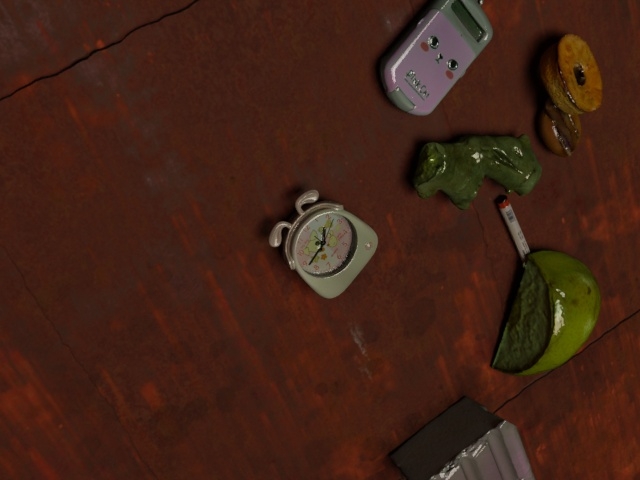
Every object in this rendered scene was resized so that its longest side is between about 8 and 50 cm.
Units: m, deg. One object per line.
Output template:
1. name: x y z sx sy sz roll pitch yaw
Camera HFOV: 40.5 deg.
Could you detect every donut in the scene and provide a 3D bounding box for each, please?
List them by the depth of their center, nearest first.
1. donut: 0.469 -0.307 1.628 0.152 0.058 0.152 13 68 -36

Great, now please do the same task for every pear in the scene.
1. pear: 0.517 0.171 1.832 0.239 0.139 0.288 -5 118 -39

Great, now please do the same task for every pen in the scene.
1. pen: 0.402 -0.004 1.764 0.026 0.026 0.218 -38 123 -10

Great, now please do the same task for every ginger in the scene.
1. ginger: 0.296 -0.132 1.623 0.289 0.089 0.137 -14 97 -29

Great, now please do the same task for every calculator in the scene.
1. calculator: 0.203 -0.333 1.512 0.246 0.045 0.141 -50 124 -4

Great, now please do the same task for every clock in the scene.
1. clock: 0.000 0.000 1.524 0.151 0.062 0.191 -50 123 -2

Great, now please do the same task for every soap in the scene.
1. soap: 0.311 0.512 1.839 0.257 0.159 0.302 -36 120 -16

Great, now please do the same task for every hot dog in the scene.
1. hot dog: 0.469 -0.226 1.691 0.090 0.060 0.140 -35 117 -18
